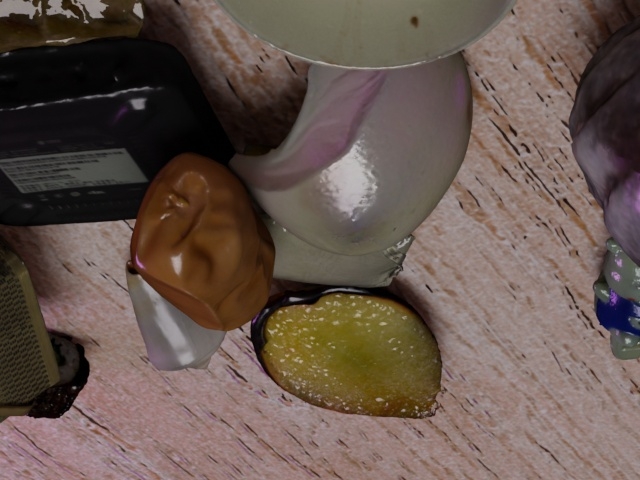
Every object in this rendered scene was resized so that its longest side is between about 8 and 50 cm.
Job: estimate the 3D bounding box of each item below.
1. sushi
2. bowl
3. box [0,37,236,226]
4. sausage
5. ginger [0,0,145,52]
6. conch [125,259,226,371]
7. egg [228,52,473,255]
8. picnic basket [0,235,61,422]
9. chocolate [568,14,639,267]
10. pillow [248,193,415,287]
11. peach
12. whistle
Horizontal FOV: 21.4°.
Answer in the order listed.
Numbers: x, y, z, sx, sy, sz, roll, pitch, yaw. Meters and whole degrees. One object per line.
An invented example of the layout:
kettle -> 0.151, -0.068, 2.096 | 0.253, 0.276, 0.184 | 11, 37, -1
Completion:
sushi -> -0.331, 0.168, 2.031 | 0.094, 0.098, 0.084 | 12, 144, -18
bowl -> 0.038, -0.282, 1.396 | 0.277, 0.145, 0.277 | 5, 143, 4
box -> -0.244, -0.095, 1.684 | 0.290, 0.073, 0.289 | -5, 154, 11
sausage -> -0.112, 0.007, 1.657 | 0.120, 0.136, 0.241 | 23, 163, 17
ginger -> -0.283, -0.222, 1.532 | 0.263, 0.109, 0.116 | -2, 117, 6
conch -> -0.164, 0.081, 1.944 | 0.104, 0.094, 0.176 | -6, 115, 33
egg -> 0.041, -0.077, 1.642 | 0.206, 0.162, 0.271 | 25, 138, -23
picnic basket -> -0.397, 0.086, 1.843 | 0.139, 0.165, 0.267 | -36, 149, -22
chocolate -> 0.348, -0.104, 1.538 | 0.213, 0.303, 0.303 | 30, 166, 46
pillow -> 0.000, 0.000, 1.808 | 0.181, 0.078, 0.134 | 8, 148, -6
peach -> 0.041, 0.118, 1.964 | 0.189, 0.068, 0.279 | -30, 129, 25
whistle -> 0.349, 0.057, 1.837 | 0.110, 0.092, 0.244 | -6, 140, -5
